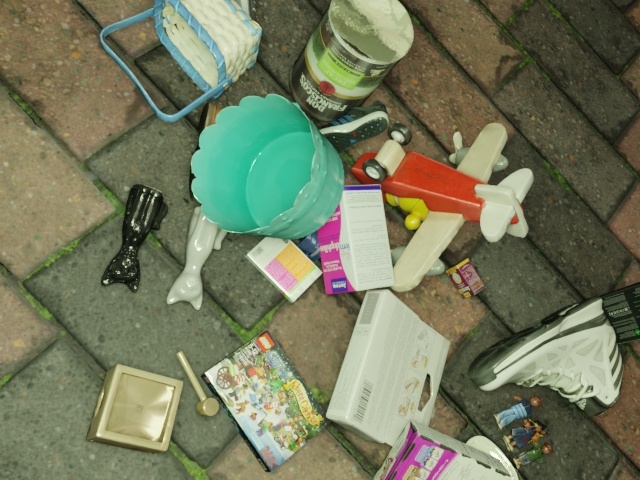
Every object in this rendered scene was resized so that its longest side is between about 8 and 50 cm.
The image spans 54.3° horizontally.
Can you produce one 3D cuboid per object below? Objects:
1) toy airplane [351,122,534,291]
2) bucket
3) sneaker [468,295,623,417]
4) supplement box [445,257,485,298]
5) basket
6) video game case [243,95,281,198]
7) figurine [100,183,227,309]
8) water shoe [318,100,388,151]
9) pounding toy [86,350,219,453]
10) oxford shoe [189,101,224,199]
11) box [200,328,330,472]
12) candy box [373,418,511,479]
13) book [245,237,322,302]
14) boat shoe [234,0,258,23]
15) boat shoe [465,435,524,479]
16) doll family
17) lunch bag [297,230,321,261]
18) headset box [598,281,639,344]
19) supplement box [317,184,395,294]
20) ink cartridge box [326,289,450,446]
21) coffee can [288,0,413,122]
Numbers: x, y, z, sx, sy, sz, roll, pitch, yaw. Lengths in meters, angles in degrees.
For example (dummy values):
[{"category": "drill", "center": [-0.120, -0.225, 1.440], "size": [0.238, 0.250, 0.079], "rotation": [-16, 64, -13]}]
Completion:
[{"category": "toy airplane", "center": [0.295, -0.086, 1.440], "size": [0.387, 0.272, 0.384], "rotation": [-16, 56, 1]}, {"category": "bucket", "center": [-0.097, -0.133, 1.242], "size": [0.183, 0.281, 0.281], "rotation": [23, 54, -64]}, {"category": "sneaker", "center": [0.569, 0.316, 1.471], "size": [0.448, 0.169, 0.257], "rotation": [-19, 78, -29]}, {"category": "supplement box", "center": [0.354, 0.093, 1.525], "size": [0.043, 0.055, 0.083], "rotation": [-29, 84, -27]}, {"category": "basket", "center": [-0.288, -0.412, 1.350], "size": [0.289, 0.201, 0.254], "rotation": [-34, 82, -24]}, {"category": "video game case", "center": [-0.116, -0.196, 1.437], "size": [0.210, 0.042, 0.232], "rotation": [-31, 86, -26]}, {"category": "figurine", "center": [-0.310, 0.021, 1.264], "size": [0.215, 0.092, 0.209], "rotation": [20, 74, -16]}, {"category": "water shoe", "center": [0.066, -0.269, 1.487], "size": [0.203, 0.073, 0.080], "rotation": [-14, 48, 16]}, {"category": "pounding toy", "center": [-0.301, 0.299, 1.165], "size": [0.206, 0.094, 0.181], "rotation": [22, 60, -24]}, {"category": "oxford shoe", "center": [-0.233, -0.185, 1.344], "size": [0.076, 0.076, 0.212], "rotation": [15, 90, -28]}, {"category": "box", "center": [-0.109, 0.319, 1.258], "size": [0.159, 0.044, 0.233], "rotation": [-34, 87, -28]}, {"category": "candy box", "center": [0.251, 0.491, 1.292], "size": [0.234, 0.071, 0.159], "rotation": [28, 99, -12]}, {"category": "book", "center": [-0.080, 0.054, 1.371], "size": [0.144, 0.035, 0.096], "rotation": [47, 65, -1]}, {"category": "boat shoe", "center": [-0.185, -0.527, 1.513], "size": [0.076, 0.080, 0.228], "rotation": [12, 66, -48]}, {"category": "boat shoe", "center": [0.414, 0.570, 1.363], "size": [0.304, 0.109, 0.091], "rotation": [62, 20, 18]}, {"category": "doll family", "center": [0.467, 0.428, 1.411], "size": [0.111, 0.076, 0.193], "rotation": [-25, 126, 3]}, {"category": "lunch bag", "center": [0.000, 0.000, 1.402], "size": [0.065, 0.067, 0.098], "rotation": [40, 62, -5]}, {"category": "headset box", "center": [0.873, 0.160, 1.611], "size": [0.283, 0.246, 0.131], "rotation": [-13, 77, -27]}, {"category": "supplement box", "center": [0.071, -0.001, 1.340], "size": [0.114, 0.111, 0.219], "rotation": [-6, 85, -38]}, {"category": "ink cartridge box", "center": [0.157, 0.296, 1.367], "size": [0.261, 0.066, 0.296], "rotation": [40, 59, -34]}, {"category": "coffee can", "center": [0.063, -0.430, 1.461], "size": [0.202, 0.275, 0.201], "rotation": [7, 69, -20]}]
